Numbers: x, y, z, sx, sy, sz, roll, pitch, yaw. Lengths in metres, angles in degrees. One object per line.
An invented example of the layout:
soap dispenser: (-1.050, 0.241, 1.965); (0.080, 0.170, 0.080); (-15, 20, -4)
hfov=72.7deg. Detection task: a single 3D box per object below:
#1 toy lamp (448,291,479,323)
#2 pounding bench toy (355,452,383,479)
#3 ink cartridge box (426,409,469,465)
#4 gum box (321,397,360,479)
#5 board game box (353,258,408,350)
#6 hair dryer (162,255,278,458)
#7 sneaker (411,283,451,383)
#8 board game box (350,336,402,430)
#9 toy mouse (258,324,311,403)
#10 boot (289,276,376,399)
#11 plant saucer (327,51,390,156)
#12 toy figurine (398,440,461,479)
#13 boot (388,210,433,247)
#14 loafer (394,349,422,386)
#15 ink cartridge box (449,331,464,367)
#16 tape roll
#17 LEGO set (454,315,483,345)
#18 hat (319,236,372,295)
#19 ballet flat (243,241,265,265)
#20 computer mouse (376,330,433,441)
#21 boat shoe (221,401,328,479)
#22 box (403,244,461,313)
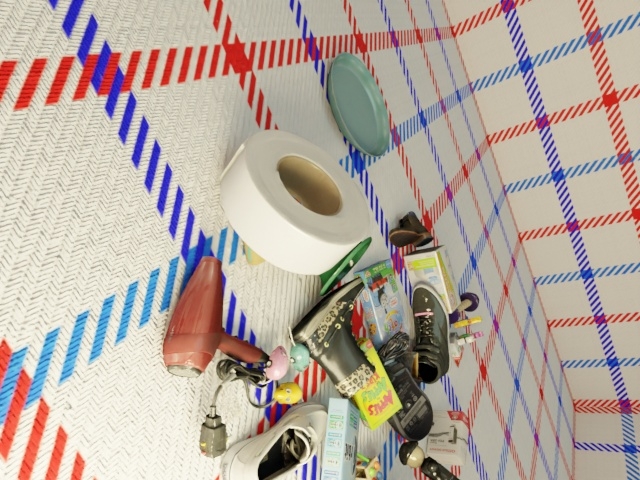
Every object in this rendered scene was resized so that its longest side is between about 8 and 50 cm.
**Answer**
toy lamp: (0.522, 0.243, 1.610); (0.274, 0.080, 0.080); (-6, 83, -52)
pounding bench toy: (0.093, 0.488, 0.944); (0.052, 0.065, 0.083); (-17, 92, -54)
ink cartridge box: (0.371, 0.571, 1.265); (0.056, 0.099, 0.135); (54, 40, -28)
gum box: (0.042, 0.425, 0.870); (0.157, 0.041, 0.185); (64, 29, -58)
board game box: (0.168, 0.170, 1.182); (0.160, 0.039, 0.212); (-17, 93, -55)
hair dryer: (-0.168, 0.172, 0.718); (0.223, 0.080, 0.294); (-24, 103, -70)
sneaker: (0.318, 0.284, 1.287); (0.147, 0.104, 0.296); (-19, 98, -60)
board game box: (0.106, 0.325, 0.993); (0.092, 0.043, 0.181); (-29, 97, -25)
toy mouse: (-0.054, 0.229, 0.806); (0.161, 0.031, 0.143); (28, 65, -55)
boot: (0.059, 0.202, 0.940); (0.179, 0.085, 0.236); (53, 47, -1)
plant saucer: (0.112, -0.398, 1.302); (0.317, 0.043, 0.318); (24, 60, -49)
toy figurine: (0.184, 0.568, 0.927); (0.209, 0.148, 0.213); (-19, 131, -50)
boot: (0.267, -0.039, 1.382); (0.219, 0.082, 0.106); (7, 50, -48)
loafer: (0.249, 0.387, 1.195); (0.062, 0.061, 0.170); (-1, 80, -55)
ink cartridge box: (0.487, 0.390, 1.546); (0.115, 0.029, 0.063); (62, 37, -18)
tape roll: (-0.045, -0.078, 0.836); (0.286, 0.100, 0.286); (26, 40, -24)
LEGO set: (0.541, 0.313, 1.559); (0.227, 0.093, 0.087); (14, 58, -65)
hat: (0.000, 0.000, 1.003); (0.183, 0.173, 0.208); (41, 23, 10)
ballet flat: (-0.076, -0.006, 0.900); (0.232, 0.080, 0.073); (-20, 123, -52)
computer mouse: (0.194, 0.382, 1.105); (0.188, 0.072, 0.272); (-34, 102, -29)
boat shoe: (-0.050, 0.359, 0.774); (0.267, 0.088, 0.096); (4, 75, -54)
box: (0.359, 0.129, 1.393); (0.103, 0.114, 0.203); (-19, 95, -54)
